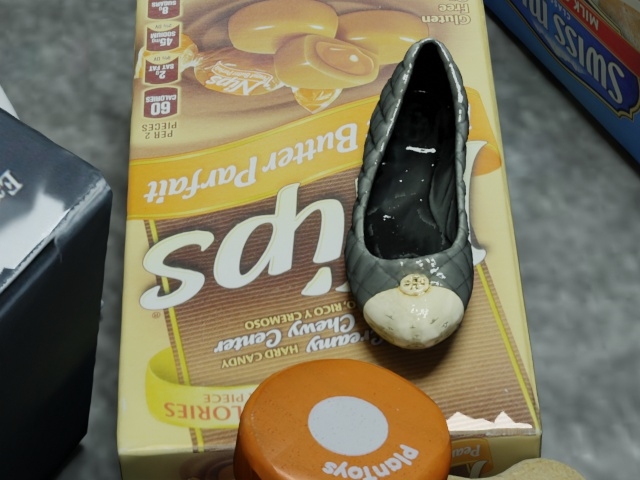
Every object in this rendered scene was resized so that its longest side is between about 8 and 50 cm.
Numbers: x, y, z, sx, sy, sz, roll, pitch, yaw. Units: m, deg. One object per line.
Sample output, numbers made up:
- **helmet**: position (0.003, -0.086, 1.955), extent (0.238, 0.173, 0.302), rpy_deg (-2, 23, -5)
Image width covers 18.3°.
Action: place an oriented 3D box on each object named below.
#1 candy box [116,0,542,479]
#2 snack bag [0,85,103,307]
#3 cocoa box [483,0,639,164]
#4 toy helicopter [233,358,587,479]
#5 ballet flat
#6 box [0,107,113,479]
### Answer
- **candy box**: position (0.000, 0.000, 0.964), extent (0.183, 0.087, 0.316), rpy_deg (-3, 45, 1)
- **snack bag**: position (-0.325, -0.017, 1.050), extent (0.343, 0.037, 0.323), rpy_deg (-21, 48, -14)
- **cocoa box**: position (0.277, -0.216, 1.049), extent (0.347, 0.228, 0.231), rpy_deg (-23, 47, -16)
- **toy helicopter**: position (0.125, 0.178, 0.757), extent (0.355, 0.140, 0.235), rpy_deg (3, 38, -9)
- **ballet flat**: position (0.039, -0.021, 0.885), extent (0.057, 0.049, 0.173), rpy_deg (1, 46, 2)
- **box**: position (-0.331, 0.026, 0.822), extent (0.395, 0.212, 0.293), rpy_deg (32, 56, 13)
